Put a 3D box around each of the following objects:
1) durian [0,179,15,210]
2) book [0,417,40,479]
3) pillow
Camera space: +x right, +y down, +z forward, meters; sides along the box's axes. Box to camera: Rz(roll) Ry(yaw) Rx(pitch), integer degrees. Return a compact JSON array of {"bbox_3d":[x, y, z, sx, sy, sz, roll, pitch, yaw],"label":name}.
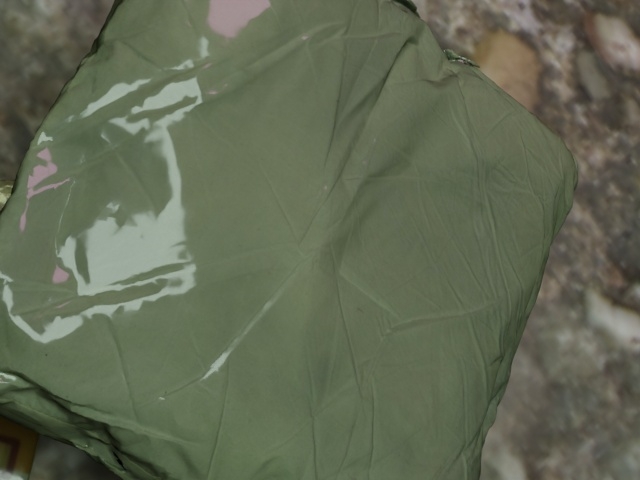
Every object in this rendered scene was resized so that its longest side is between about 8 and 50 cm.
[{"bbox_3d":[-0.147,-0.002,0.640,0.130,0.052,0.066,0,69,-27],"label":"durian"},{"bbox_3d":[-0.227,0.106,0.618,0.208,0.020,0.295,18,70,-16],"label":"book"},{"bbox_3d":[-0.001,0.000,0.670,0.281,0.076,0.274,37,63,-30],"label":"pillow"}]
